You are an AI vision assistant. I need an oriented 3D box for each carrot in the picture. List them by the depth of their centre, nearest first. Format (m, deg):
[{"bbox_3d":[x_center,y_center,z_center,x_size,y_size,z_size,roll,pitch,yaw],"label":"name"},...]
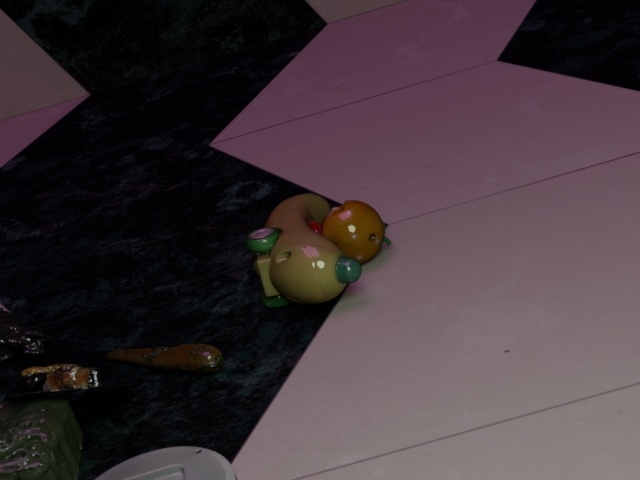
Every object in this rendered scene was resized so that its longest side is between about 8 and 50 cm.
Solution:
[{"bbox_3d":[-0.248,0.183,2.008,0.254,0.049,0.049,-3,28,38],"label":"carrot"}]

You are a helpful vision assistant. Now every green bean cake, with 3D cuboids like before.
[{"bbox_3d":[-0.446,0.313,1.774,0.222,0.125,0.227,-16,20,1],"label":"green bean cake"}]

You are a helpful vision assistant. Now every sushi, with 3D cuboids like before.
[{"bbox_3d":[-0.372,0.200,1.888,0.192,0.040,0.210,-4,-5,-10],"label":"sushi"}]

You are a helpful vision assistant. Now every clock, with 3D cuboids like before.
[{"bbox_3d":[-0.205,0.349,1.587,0.230,0.083,0.230,-16,24,7],"label":"clock"}]

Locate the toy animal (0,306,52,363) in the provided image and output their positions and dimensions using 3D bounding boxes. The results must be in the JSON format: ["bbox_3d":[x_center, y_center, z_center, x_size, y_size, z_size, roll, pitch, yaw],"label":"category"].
[{"bbox_3d":[-0.547,0.171,2.200,0.148,0.084,0.232,-11,13,-30],"label":"toy animal"}]

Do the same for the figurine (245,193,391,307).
[{"bbox_3d":[0.000,0.000,2.128,0.222,0.124,0.324,-13,21,9],"label":"figurine"}]
